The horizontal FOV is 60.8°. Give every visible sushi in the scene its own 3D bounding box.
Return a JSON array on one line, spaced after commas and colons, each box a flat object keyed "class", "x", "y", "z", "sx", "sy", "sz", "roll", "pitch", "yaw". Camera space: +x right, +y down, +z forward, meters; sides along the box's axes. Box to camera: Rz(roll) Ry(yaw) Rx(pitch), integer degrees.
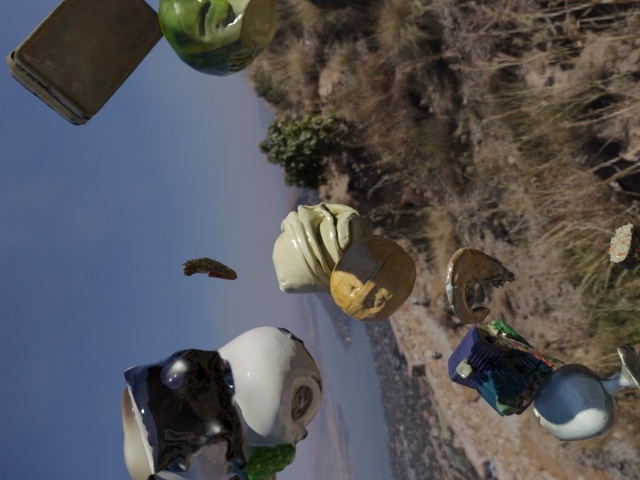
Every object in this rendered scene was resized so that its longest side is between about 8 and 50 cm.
[{"class": "sushi", "x": 0.996, "y": 0.020, "z": 1.768, "sx": 0.150, "sy": 0.078, "sz": 0.090, "roll": -66, "pitch": 11, "yaw": -20}]

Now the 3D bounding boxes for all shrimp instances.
[{"class": "shrimp", "x": -0.342, "y": 0.096, "z": 1.697, "sx": 0.053, "sy": 0.133, "sz": 0.236, "roll": -58, "pitch": -20, "yaw": 8}, {"class": "shrimp", "x": 0.312, "y": 0.090, "z": 1.057, "sx": 0.052, "sy": 0.251, "sz": 0.144, "roll": 2, "pitch": 86, "yaw": 50}]

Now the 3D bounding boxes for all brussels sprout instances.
[{"class": "brussels sprout", "x": -0.152, "y": -0.326, "z": 0.810, "sx": 0.144, "sy": 0.180, "sz": 0.162, "roll": -7, "pitch": -56, "yaw": -60}]

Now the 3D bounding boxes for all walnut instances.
[{"class": "walnut", "x": 0.127, "y": 0.096, "z": 1.328, "sx": 0.226, "sy": 0.193, "sz": 0.193, "roll": -47, "pitch": 39, "yaw": 37}]

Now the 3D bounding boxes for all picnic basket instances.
[{"class": "picnic basket", "x": -0.428, "y": -0.357, "z": 1.008, "sx": 0.165, "sy": 0.267, "sz": 0.139, "roll": 42, "pitch": 162, "yaw": -28}]

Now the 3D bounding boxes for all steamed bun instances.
[{"class": "steamed bun", "x": 0.001, "y": 0.002, "z": 1.530, "sx": 0.203, "sy": 0.289, "sz": 0.276, "roll": 99, "pitch": 152, "yaw": -44}]

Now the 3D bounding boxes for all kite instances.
[{"class": "kite", "x": 0.451, "y": 0.243, "z": 1.217, "sx": 0.009, "sy": 0.232, "sz": 0.189, "roll": -70, "pitch": 23, "yaw": 4}]

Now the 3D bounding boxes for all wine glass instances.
[{"class": "wine glass", "x": 0.818, "y": 0.463, "z": 1.630, "sx": 0.323, "sy": 0.238, "sz": 0.238, "roll": -46, "pitch": 38, "yaw": 32}]

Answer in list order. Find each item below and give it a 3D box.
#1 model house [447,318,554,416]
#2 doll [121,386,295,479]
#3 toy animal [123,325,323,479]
[{"class": "model house", "x": 0.633, "y": 0.471, "z": 1.978, "sx": 0.312, "sy": 0.280, "sz": 0.245, "roll": 48, "pitch": 119, "yaw": 33}, {"class": "doll", "x": -0.226, "y": 0.429, "z": 1.061, "sx": 0.370, "sy": 0.215, "sz": 0.226, "roll": 45, "pitch": -117, "yaw": -49}, {"class": "toy animal", "x": -0.122, "y": 0.240, "z": 0.761, "sx": 0.212, "sy": 0.266, "sz": 0.213, "roll": 169, "pitch": 90, "yaw": -71}]
